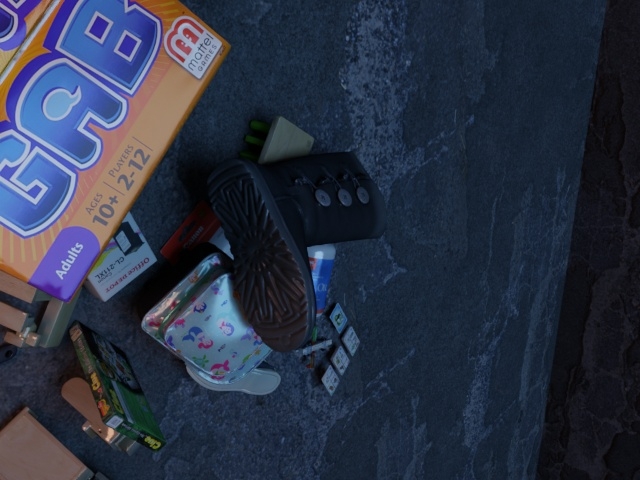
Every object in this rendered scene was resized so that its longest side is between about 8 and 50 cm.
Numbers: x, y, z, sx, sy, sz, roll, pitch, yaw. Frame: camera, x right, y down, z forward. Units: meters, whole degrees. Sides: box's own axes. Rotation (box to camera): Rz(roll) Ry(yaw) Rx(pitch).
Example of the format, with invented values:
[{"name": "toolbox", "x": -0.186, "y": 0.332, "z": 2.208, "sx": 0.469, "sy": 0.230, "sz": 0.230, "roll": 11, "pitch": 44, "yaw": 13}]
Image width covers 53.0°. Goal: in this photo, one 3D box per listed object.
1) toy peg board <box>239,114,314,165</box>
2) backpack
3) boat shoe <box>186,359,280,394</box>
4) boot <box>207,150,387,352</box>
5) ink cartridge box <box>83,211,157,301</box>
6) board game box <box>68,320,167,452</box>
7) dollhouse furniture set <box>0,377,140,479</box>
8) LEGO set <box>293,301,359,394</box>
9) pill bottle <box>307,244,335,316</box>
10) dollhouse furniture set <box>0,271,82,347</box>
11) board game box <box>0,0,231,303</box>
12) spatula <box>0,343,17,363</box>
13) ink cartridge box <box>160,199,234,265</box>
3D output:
[{"name": "toy peg board", "x": -0.106, "y": -0.178, "z": 1.387, "sx": 0.160, "sy": 0.079, "sz": 0.161, "roll": 19, "pitch": 92, "yaw": -63}, {"name": "backpack", "x": -0.202, "y": 0.158, "z": 1.265, "sx": 0.225, "sy": 0.191, "sz": 0.253, "roll": -44, "pitch": 122, "yaw": -8}, {"name": "boat shoe", "x": -0.200, "y": 0.280, "z": 1.437, "sx": 0.254, "sy": 0.079, "sz": 0.095, "roll": 20, "pitch": 106, "yaw": -39}, {"name": "boot", "x": 0.000, "y": -0.002, "z": 1.314, "sx": 0.445, "sy": 0.146, "sz": 0.367, "roll": -12, "pitch": 84, "yaw": -60}, {"name": "ink cartridge box", "x": -0.391, "y": 0.000, "z": 1.143, "sx": 0.127, "sy": 0.072, "sz": 0.175, "roll": -43, "pitch": 131, "yaw": -28}, {"name": "board game box", "x": -0.362, "y": 0.253, "z": 1.132, "sx": 0.030, "sy": 0.259, "sz": 0.136, "roll": -41, "pitch": 132, "yaw": -5}, {"name": "dollhouse furniture set", "x": -0.479, "y": 0.459, "z": 1.238, "sx": 0.303, "sy": 0.173, "sz": 0.356, "roll": -47, "pitch": 158, "yaw": -26}, {"name": "LEGO set", "x": 0.011, "y": 0.267, "z": 1.699, "sx": 0.182, "sy": 0.060, "sz": 0.244, "roll": -58, "pitch": 139, "yaw": -31}, {"name": "pill bottle", "x": -0.033, "y": 0.059, "z": 1.500, "sx": 0.124, "sy": 0.124, "sz": 0.222, "roll": 2, "pitch": 102, "yaw": -46}, {"name": "dollhouse furniture set", "x": -0.509, "y": 0.097, "z": 1.089, "sx": 0.151, "sy": 0.123, "sz": 0.144, "roll": 35, "pitch": 76, "yaw": -82}, {"name": "board game box", "x": -0.401, "y": -0.186, "z": 0.791, "sx": 0.356, "sy": 0.356, "sz": 0.356, "roll": 35, "pitch": 78, "yaw": -29}, {"name": "spatula", "x": -0.627, "y": 0.219, "z": 1.008, "sx": 0.296, "sy": 0.030, "sz": 0.084, "roll": -14, "pitch": 115, "yaw": -43}, {"name": "ink cartridge box", "x": -0.229, "y": 0.026, "z": 1.344, "sx": 0.145, "sy": 0.045, "sz": 0.179, "roll": -54, "pitch": 138, "yaw": -19}]
